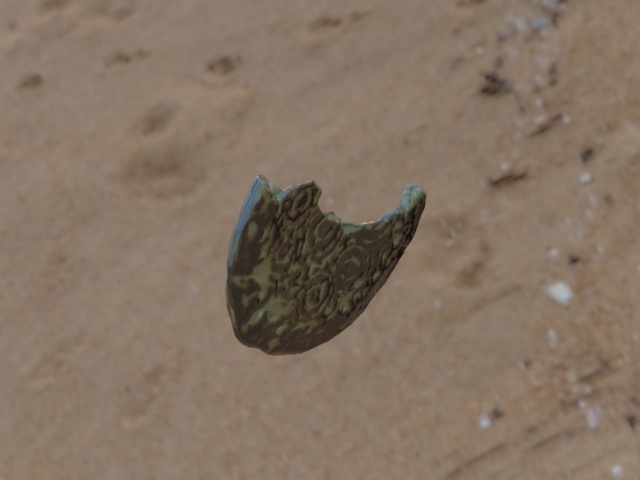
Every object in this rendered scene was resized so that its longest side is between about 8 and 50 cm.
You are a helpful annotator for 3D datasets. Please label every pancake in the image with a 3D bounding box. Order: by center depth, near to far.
[{"bbox_3d":[0.000,0.000,1.247,0.020,0.190,0.184,32,72,35],"label":"pancake"}]
